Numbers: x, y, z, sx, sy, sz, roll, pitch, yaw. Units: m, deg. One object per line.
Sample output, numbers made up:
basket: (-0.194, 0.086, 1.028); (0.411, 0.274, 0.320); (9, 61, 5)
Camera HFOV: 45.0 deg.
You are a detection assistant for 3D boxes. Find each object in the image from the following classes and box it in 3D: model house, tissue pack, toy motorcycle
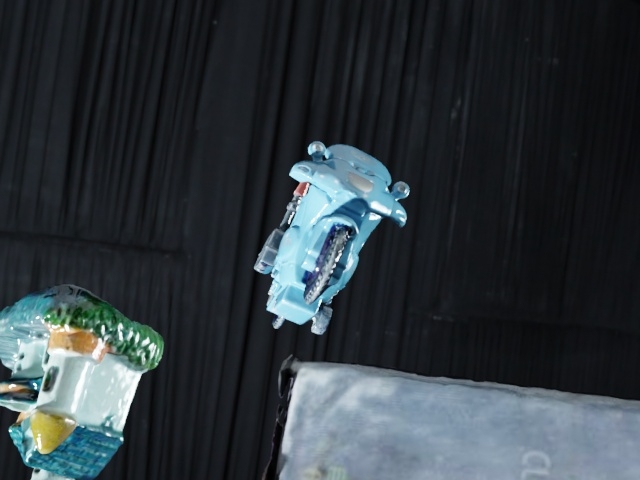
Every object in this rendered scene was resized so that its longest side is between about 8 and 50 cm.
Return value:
model house: (-0.361, 0.234, 1.045); (0.253, 0.291, 0.184); (-14, 149, 39)
tissue pack: (0.139, 0.218, 0.465); (0.361, 0.259, 0.122); (5, 166, 20)
toy motorcycle: (0.000, 0.000, 0.816); (0.123, 0.182, 0.272); (25, 162, -7)
